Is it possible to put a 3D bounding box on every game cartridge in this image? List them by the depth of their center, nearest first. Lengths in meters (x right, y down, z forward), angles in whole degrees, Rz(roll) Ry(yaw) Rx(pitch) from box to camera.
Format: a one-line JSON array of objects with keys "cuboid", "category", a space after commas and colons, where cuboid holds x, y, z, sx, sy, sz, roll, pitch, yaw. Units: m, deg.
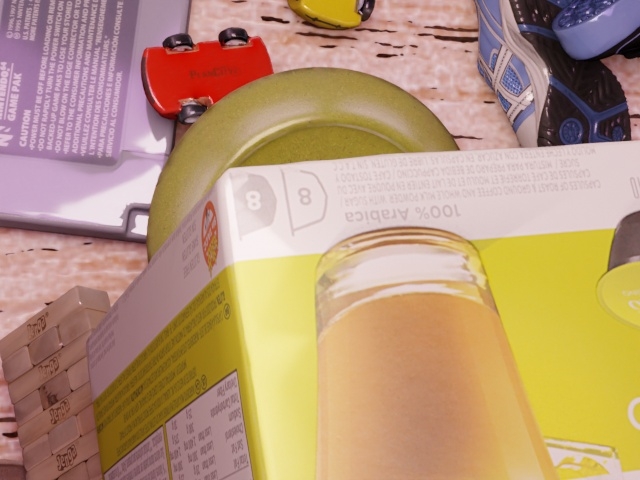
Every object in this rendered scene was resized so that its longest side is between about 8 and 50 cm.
[{"cuboid": [-0.196, -0.153, 1.297, 0.198, 0.062, 0.297, 6, 79, 1], "category": "game cartridge"}]

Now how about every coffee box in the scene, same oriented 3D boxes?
[{"cuboid": [0.085, 0.158, 0.948, 0.338, 0.338, 0.334, -5, 75, -20], "category": "coffee box"}]

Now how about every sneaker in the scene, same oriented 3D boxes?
[{"cuboid": [0.259, -0.164, 1.279, 0.232, 0.081, 0.090, -33, 105, -37], "category": "sneaker"}, {"cuboid": [0.168, -0.115, 1.309, 0.080, 0.081, 0.211, -19, 99, -27], "category": "sneaker"}]

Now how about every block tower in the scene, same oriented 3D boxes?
[{"cuboid": [-0.121, 0.200, 1.156, 0.091, 0.097, 0.335, -34, 60, 30], "category": "block tower"}]

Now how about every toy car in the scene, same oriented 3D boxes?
[{"cuboid": [0.007, -0.105, 1.290, 0.225, 0.053, 0.239, 47, 63, -4], "category": "toy car"}]

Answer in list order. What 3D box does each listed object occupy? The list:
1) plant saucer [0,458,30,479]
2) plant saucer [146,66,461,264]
[{"cuboid": [-0.174, 0.290, 1.127, 0.050, 0.310, 0.310, -36, 82, 30], "category": "plant saucer"}, {"cuboid": [0.000, 0.000, 1.237, 0.241, 0.037, 0.241, -3, 104, -12], "category": "plant saucer"}]
